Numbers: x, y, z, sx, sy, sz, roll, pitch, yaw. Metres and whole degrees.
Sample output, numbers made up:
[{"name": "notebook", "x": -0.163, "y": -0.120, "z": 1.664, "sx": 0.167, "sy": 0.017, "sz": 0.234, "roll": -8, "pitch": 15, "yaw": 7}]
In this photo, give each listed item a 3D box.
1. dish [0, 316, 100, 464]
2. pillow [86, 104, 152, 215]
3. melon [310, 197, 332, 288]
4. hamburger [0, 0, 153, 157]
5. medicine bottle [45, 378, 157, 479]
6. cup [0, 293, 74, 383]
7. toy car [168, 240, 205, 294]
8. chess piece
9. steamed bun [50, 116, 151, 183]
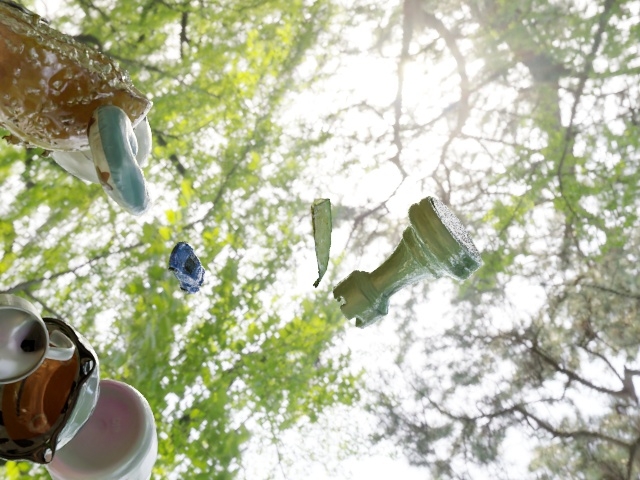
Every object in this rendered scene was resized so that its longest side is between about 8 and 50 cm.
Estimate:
[{"name": "dish", "x": -0.528, "y": 0.298, "z": 1.287, "sx": 0.302, "sy": 0.120, "sz": 0.303, "roll": -11, "pitch": -116, "yaw": 24}, {"name": "pillow", "x": -0.401, "y": -0.162, "z": 1.334, "sx": 0.086, "sy": 0.234, "sz": 0.214, "roll": -21, "pitch": 168, "yaw": 1}, {"name": "melon", "x": -0.001, "y": 0.001, "z": 1.763, "sx": 0.053, "sy": 0.114, "sz": 0.262, "roll": -3, "pitch": -103, "yaw": 13}, {"name": "hamburger", "x": -0.610, "y": -0.322, "z": 1.460, "sx": 0.268, "sy": 0.445, "sz": 0.287, "roll": 42, "pitch": -76, "yaw": 36}, {"name": "medicine bottle", "x": -0.528, "y": 0.512, "z": 1.594, "sx": 0.255, "sy": 0.325, "sz": 0.256, "roll": 6, "pitch": -127, "yaw": -8}, {"name": "cup", "x": -0.534, "y": 0.156, "z": 1.143, "sx": 0.173, "sy": 0.134, "sz": 0.142, "roll": -13, "pitch": -164, "yaw": -26}, {"name": "toy car", "x": -0.393, "y": 0.082, "z": 1.947, "sx": 0.063, "sy": 0.216, "sz": 0.103, "roll": 13, "pitch": -120, "yaw": 13}, {"name": "chess piece", "x": 0.172, "y": 0.061, "z": 1.392, "sx": 0.299, "sy": 0.194, "sz": 0.195, "roll": -39, "pitch": -151, "yaw": 19}, {"name": "steamed bun", "x": -0.711, "y": -0.352, "z": 2.049, "sx": 0.333, "sy": 0.374, "sz": 0.334, "roll": -33, "pitch": -155, "yaw": 18}]
